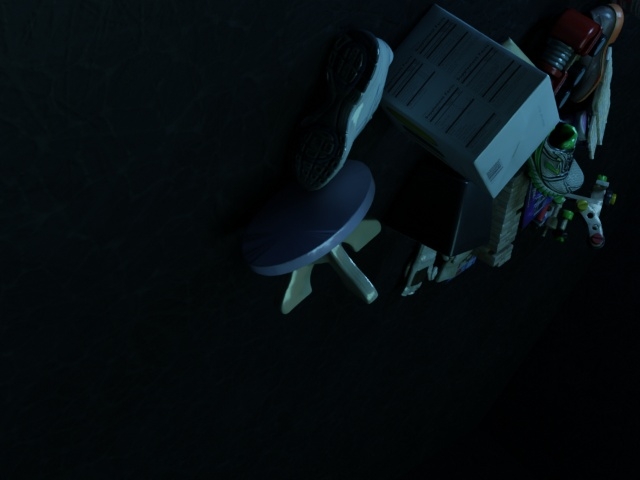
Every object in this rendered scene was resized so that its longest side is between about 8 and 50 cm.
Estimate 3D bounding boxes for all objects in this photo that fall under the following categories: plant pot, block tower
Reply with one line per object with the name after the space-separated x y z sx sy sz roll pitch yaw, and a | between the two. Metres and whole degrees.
0.291 -0.088 1.858 0.188 0.187 0.167 -14 125 -49 | plant pot
0.488 -0.080 2.200 0.091 0.097 0.335 -31 139 -34 | block tower

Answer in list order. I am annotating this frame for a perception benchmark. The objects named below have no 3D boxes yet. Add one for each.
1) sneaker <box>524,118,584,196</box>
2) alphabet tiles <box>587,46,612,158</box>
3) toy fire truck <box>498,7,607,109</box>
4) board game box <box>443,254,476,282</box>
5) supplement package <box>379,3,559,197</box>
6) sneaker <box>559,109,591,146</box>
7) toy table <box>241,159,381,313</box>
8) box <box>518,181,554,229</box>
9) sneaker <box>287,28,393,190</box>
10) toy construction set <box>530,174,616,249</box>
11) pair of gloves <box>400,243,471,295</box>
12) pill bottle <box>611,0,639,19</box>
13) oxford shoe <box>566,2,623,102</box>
0.589 -0.215 2.036 0.343 0.146 0.134 33 60 -45 | sneaker
0.790 -0.383 2.268 0.284 0.021 0.278 41 63 -64 | alphabet tiles
0.506 -0.420 1.806 0.217 0.158 0.246 -59 163 19 | toy fire truck
0.422 0.018 2.345 0.136 0.035 0.201 -29 148 -35 | board game box
0.265 -0.252 1.488 0.198 0.262 0.199 -50 154 2 | supplement package
0.715 -0.316 2.299 0.236 0.104 0.095 3 84 -65 | sneaker
0.000 0.000 1.466 0.274 0.252 0.161 -32 135 -7 | toy table
0.603 -0.177 2.298 0.184 0.103 0.261 -45 153 -15 | box
0.046 -0.213 1.388 0.129 0.111 0.297 -15 139 -58 | sneaker
0.811 -0.127 2.605 0.309 0.257 0.237 24 88 -52 | toy construction set
0.329 0.055 2.203 0.240 0.042 0.204 -12 138 -39 | pair of gloves
0.880 -0.578 1.947 0.176 0.318 0.176 -35 150 -24 | pill bottle
0.661 -0.468 2.038 0.098 0.097 0.271 -12 134 -23 | oxford shoe
